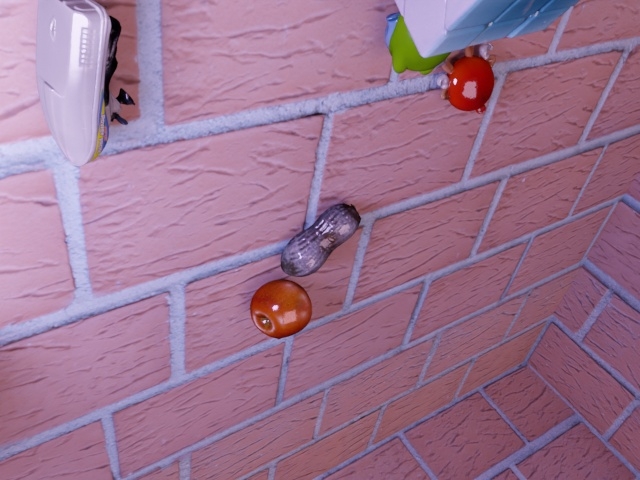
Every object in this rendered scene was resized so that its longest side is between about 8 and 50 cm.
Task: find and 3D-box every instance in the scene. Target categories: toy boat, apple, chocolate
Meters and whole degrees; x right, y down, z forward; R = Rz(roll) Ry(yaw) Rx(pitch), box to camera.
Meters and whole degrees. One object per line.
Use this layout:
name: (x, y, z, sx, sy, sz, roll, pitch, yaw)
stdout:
toy boat: (-0.359, -0.247, 0.924, 0.141, 0.141, 0.269, -21, 142, -27)
apple: (-0.107, 0.181, 1.591, 0.139, 0.163, 0.163, -28, 144, -37)
chocolate: (0.000, 0.000, 1.543, 0.248, 0.110, 0.110, -45, 145, 4)

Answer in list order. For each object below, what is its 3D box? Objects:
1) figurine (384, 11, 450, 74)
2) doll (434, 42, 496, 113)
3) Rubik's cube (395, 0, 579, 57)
figurine: (0.215, -0.469, 1.225, 0.162, 0.143, 0.263, -13, 126, -43)
doll: (0.358, -0.405, 1.471, 0.183, 0.085, 0.217, -45, 128, 1)
Rubik's cube: (0.294, -0.532, 0.971, 0.316, 0.319, 0.322, -20, 173, -27)
